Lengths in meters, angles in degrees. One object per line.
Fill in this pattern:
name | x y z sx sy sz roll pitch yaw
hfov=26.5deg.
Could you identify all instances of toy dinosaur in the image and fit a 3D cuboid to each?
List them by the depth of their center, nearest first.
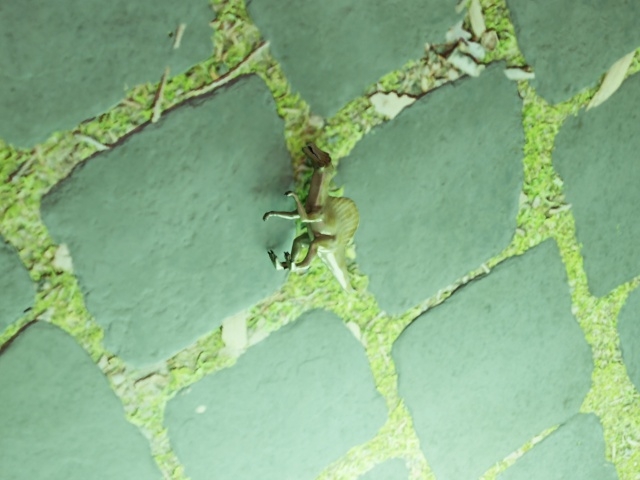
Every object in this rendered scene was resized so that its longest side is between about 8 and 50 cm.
toy dinosaur | 0.000 0.000 1.308 0.092 0.053 0.183 -26 123 -20
